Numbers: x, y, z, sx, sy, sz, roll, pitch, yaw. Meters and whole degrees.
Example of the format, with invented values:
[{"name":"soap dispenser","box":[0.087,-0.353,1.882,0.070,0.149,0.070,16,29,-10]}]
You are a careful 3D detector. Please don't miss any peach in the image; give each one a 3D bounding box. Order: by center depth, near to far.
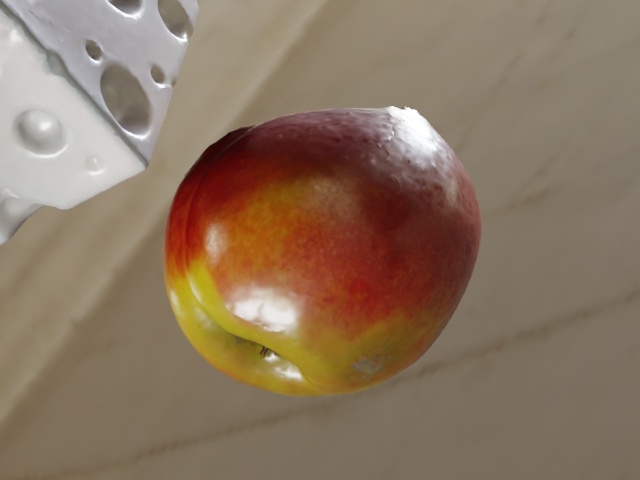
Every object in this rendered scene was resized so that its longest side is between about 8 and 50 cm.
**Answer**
[{"name":"peach","box":[0.000,0.000,1.231,0.190,0.190,0.192,-29,-152,51]}]

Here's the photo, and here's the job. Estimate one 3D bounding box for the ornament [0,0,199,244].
[{"name":"ornament","box":[-0.249,-0.152,1.288,0.239,0.240,0.240,-26,-149,27]}]
